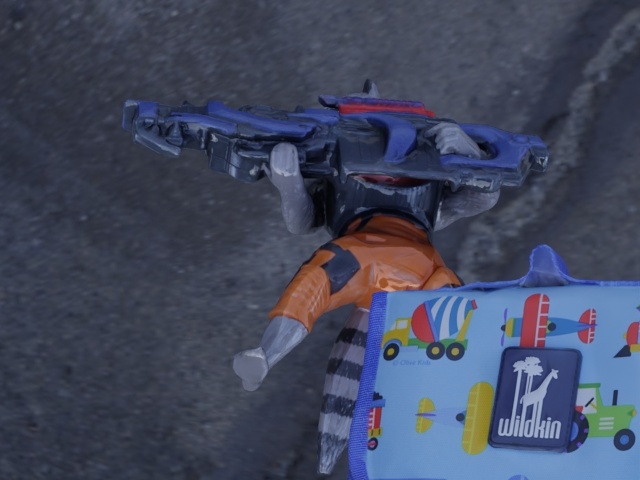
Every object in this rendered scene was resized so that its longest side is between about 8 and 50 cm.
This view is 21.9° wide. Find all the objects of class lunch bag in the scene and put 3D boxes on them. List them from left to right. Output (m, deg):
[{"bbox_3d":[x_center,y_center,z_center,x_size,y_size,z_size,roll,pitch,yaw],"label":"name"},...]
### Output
[{"bbox_3d":[0.134,0.148,0.940,0.138,0.221,0.293,36,54,-60],"label":"lunch bag"}]

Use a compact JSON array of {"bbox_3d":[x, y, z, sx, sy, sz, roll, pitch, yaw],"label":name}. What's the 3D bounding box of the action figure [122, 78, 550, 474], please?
[{"bbox_3d":[0.000,0.000,1.319,0.341,0.178,0.330,10,48,-2],"label":"action figure"}]
